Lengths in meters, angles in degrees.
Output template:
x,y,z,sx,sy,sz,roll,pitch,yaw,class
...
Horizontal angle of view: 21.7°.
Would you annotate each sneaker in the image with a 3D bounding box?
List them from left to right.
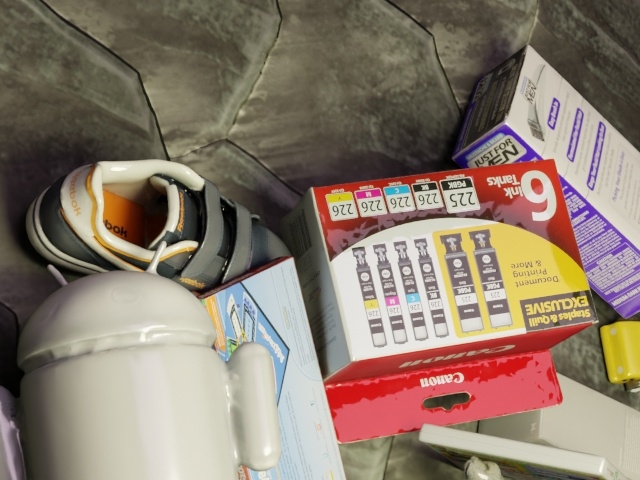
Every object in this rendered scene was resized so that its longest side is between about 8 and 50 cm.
x,y,z,sx,sy,sz,roll,pitch,yaw,class
-0.141,0.000,1.775,0.321,0.127,0.126,13,61,-34,sneaker

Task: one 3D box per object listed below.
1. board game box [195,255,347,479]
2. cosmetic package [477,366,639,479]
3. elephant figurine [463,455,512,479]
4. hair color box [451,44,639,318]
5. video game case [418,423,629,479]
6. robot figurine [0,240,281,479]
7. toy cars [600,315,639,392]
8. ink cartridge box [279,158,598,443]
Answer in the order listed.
x,y,z,sx,sy,sz,roll,pitch,yaw,class
-0.051,0.172,1.789,0.145,0.027,0.281,-26,107,-47,board game box
0.319,0.253,2.062,0.238,0.127,0.107,30,55,-27,cosmetic package
0.225,0.367,1.916,0.239,0.169,0.186,11,55,-38,elephant figurine
0.340,-0.077,2.218,0.339,0.110,0.185,43,39,-17,hair color box
0.239,0.254,1.897,0.193,0.212,0.023,41,61,-62,video game case
-0.190,0.182,1.639,0.300,0.200,0.353,-8,76,-3,robot figurine
0.542,0.223,2.274,0.393,0.087,0.176,46,50,-13,toy cars
0.141,0.067,1.897,0.309,0.130,0.272,-8,75,-21,ink cartridge box
